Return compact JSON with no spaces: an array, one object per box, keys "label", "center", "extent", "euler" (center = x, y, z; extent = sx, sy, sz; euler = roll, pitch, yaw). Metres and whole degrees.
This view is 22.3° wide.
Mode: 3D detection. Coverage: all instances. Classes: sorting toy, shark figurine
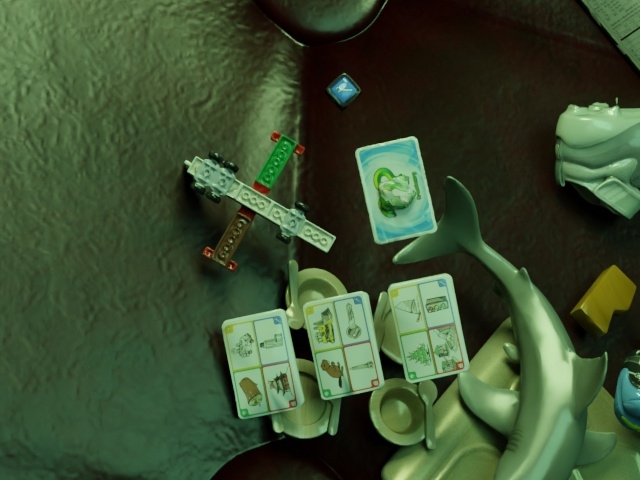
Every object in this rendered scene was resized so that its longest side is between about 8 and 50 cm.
[{"label":"sorting toy","center":[0.211,0.174,1.350],"extent":[0.229,0.041,0.307],"euler":[45,58,-2]},{"label":"shark figurine","center":[0.176,0.085,1.282],"extent":[0.166,0.116,0.278],"euler":[-5,73,-28]}]

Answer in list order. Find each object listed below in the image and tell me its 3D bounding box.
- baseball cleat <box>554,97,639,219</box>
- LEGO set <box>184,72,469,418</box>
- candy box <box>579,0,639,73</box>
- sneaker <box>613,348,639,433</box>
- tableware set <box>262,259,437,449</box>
[{"label":"baseball cleat","center":[0.306,-0.074,1.454],"extent":[0.206,0.072,0.109],"euler":[1,101,-10]},{"label":"LEGO set","center":[0.000,0.000,1.254],"extent":[0.182,0.060,0.244],"euler":[-12,88,-2]},{"label":"candy box","center":[0.332,-0.247,1.541],"extent":[0.233,0.071,0.159],"euler":[49,57,-5]},{"label":"sneaker","center":[0.326,0.135,1.353],"extent":[0.188,0.067,0.078],"euler":[19,63,-25]},{"label":"tableware set","center":[0.029,0.095,1.281],"extent":[0.169,0.020,0.141],"euler":[12,63,-19]}]
